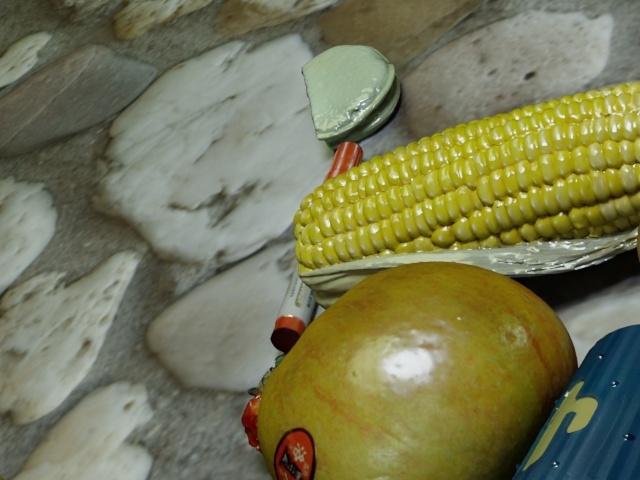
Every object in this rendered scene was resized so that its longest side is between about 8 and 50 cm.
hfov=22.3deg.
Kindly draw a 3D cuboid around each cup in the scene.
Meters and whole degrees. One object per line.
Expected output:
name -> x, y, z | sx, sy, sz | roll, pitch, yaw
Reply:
cup -> 0.152, 0.141, 0.843 | 0.176, 0.131, 0.155 | -42, 10, 48

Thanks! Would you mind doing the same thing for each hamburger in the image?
hamburger -> 0.033, -0.131, 1.449 | 0.084, 0.054, 0.121 | -23, 33, 13

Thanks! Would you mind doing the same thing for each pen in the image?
pen -> 0.000, 0.000, 1.303 | 0.028, 0.028, 0.239 | -18, 33, 29

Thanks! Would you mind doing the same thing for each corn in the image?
corn -> 0.125, -0.024, 1.129 | 0.305, 0.122, 0.123 | -16, -10, 27

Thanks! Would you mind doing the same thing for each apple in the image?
apple -> 0.054, 0.097, 0.937 | 0.155, 0.182, 0.182 | 31, 64, 23

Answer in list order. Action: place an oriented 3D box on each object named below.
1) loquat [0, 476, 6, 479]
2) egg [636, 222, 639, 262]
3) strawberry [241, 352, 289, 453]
loquat -> -0.256, 0.235, 1.056 | 0.149, 0.172, 0.204 | -25, 3, 41
egg -> 0.232, 0.007, 0.985 | 0.080, 0.080, 0.096 | -24, 24, 21
strawberry -> 0.010, 0.121, 1.090 | 0.152, 0.048, 0.104 | 20, 52, 41
